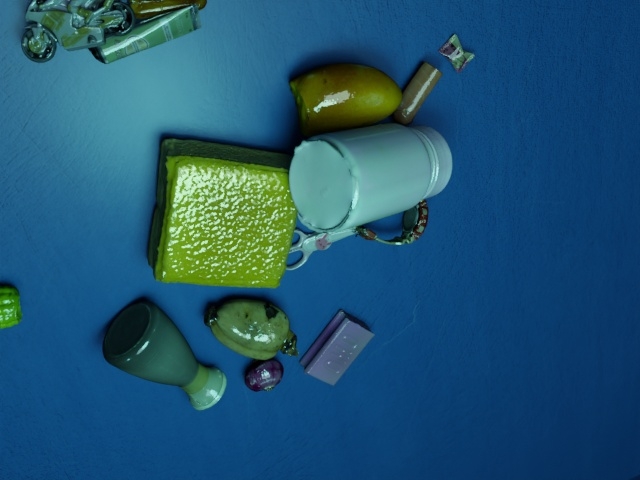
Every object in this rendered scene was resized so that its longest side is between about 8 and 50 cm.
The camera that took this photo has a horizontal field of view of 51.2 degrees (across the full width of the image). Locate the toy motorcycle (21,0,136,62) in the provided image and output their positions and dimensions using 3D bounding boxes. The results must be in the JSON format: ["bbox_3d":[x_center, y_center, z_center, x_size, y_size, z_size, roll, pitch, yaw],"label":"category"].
[{"bbox_3d":[-0.479,-0.441,1.281,0.224,0.073,0.153,-20,100,-4],"label":"toy motorcycle"}]

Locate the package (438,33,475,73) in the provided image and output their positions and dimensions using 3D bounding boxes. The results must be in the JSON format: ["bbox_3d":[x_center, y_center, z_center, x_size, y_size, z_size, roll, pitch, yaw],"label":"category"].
[{"bbox_3d":[0.337,-0.461,1.649,0.083,0.029,0.059,38,105,-23],"label":"package"}]

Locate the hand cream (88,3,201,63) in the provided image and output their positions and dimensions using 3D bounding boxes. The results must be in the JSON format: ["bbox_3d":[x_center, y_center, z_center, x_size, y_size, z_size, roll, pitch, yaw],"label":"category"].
[{"bbox_3d":[-0.355,-0.417,1.360,0.235,0.086,0.055,-22,80,-10],"label":"hand cream"}]

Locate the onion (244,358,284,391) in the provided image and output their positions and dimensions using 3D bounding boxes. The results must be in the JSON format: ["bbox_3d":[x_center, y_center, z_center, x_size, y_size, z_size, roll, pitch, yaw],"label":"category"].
[{"bbox_3d":[-0.159,0.366,1.843,0.115,0.115,0.105,-24,78,-9],"label":"onion"}]

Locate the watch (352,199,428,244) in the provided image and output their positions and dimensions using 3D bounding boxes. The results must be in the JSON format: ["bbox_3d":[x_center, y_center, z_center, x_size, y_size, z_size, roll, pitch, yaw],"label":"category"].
[{"bbox_3d":[0.153,-0.075,1.736,0.268,0.102,0.165,3,95,-23],"label":"watch"}]

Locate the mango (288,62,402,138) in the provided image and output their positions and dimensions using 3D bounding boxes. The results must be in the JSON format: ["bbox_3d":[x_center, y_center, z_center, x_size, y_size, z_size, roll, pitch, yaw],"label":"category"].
[{"bbox_3d":[0.070,-0.326,1.544,0.256,0.138,0.187,-17,134,-7],"label":"mango"}]

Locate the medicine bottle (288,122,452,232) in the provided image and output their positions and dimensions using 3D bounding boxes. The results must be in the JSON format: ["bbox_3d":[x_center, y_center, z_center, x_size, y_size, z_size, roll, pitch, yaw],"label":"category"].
[{"bbox_3d":[0.123,-0.156,1.532,0.378,0.213,0.214,-18,125,-43],"label":"medicine bottle"}]

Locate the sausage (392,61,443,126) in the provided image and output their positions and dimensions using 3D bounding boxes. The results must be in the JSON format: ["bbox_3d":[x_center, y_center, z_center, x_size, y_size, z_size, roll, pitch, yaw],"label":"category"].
[{"bbox_3d":[0.231,-0.353,1.644,0.065,0.065,0.169,26,105,-31],"label":"sausage"}]

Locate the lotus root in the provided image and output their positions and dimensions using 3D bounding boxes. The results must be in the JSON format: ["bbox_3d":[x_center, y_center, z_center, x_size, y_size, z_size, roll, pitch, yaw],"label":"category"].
[{"bbox_3d":[-0.173,0.224,1.732,0.256,0.140,0.154,23,119,-20],"label":"lotus root"}]

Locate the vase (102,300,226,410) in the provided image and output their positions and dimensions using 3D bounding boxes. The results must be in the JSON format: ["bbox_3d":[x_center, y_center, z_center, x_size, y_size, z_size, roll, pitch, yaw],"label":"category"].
[{"bbox_3d":[-0.376,0.302,1.681,0.173,0.173,0.321,-41,130,1],"label":"vase"}]

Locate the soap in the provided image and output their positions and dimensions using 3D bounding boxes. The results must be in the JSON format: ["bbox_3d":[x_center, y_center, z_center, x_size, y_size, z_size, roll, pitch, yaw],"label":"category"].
[{"bbox_3d":[0.047,0.308,1.910,0.122,0.065,0.203,31,102,-32],"label":"soap"}]

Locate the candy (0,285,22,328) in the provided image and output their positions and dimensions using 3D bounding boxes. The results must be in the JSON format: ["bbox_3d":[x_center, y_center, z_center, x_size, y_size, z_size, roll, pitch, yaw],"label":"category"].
[{"bbox_3d":[-0.771,0.156,1.477,0.209,0.097,0.097,-7,118,-13],"label":"candy"}]

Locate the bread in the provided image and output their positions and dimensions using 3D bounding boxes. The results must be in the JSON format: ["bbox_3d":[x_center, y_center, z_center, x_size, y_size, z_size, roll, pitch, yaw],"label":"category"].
[{"bbox_3d":[-0.224,-0.056,1.559,0.332,0.143,0.324,6,112,-24],"label":"bread"}]

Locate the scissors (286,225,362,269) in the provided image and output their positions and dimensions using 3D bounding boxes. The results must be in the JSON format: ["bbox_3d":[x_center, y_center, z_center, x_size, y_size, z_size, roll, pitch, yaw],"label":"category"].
[{"bbox_3d":[0.000,0.000,1.748,0.241,0.030,0.118,-16,120,-13],"label":"scissors"}]

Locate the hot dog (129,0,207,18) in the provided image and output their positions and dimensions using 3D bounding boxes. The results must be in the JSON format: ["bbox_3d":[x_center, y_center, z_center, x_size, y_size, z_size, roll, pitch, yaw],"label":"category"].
[{"bbox_3d":[-0.308,-0.493,1.352,0.164,0.045,0.071,-14,119,-16],"label":"hot dog"}]
